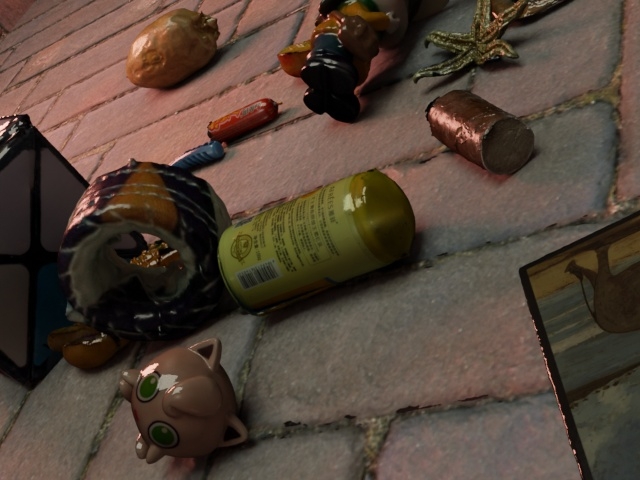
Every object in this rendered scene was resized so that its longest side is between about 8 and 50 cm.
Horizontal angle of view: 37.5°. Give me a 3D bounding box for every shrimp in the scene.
[{"bbox_3d":[0.337,-0.397,1.374,0.219,0.046,0.152,-40,30,-3],"label":"shrimp"}]

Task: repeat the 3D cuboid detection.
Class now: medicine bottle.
[{"bbox_3d":[0.000,0.000,1.136,0.239,0.124,0.124,-21,35,26],"label":"medicine bottle"}]

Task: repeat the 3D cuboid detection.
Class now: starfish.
[{"bbox_3d":[0.223,-0.302,1.354,0.208,0.053,0.176,-7,56,45],"label":"starfish"}]

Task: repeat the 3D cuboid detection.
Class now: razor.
[{"bbox_3d":[-0.275,-0.128,1.680,0.253,0.042,0.082,-17,-4,30],"label":"razor"}]

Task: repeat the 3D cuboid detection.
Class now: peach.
[{"bbox_3d":[-0.026,-0.318,1.646,0.098,0.061,0.098,-13,21,5],"label":"peach"}]

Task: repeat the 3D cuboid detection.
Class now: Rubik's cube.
[{"bbox_3d":[-0.508,0.005,1.496,0.305,0.307,0.310,4,50,53],"label":"Rubik's cube"}]

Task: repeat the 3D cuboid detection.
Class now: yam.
[{"bbox_3d":[0.192,-0.135,1.149,0.079,0.079,0.141,-39,32,-1],"label":"yam"}]

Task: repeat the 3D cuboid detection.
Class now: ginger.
[{"bbox_3d":[-0.326,-0.406,2.015,0.267,0.138,0.152,-18,31,40],"label":"ginger"}]

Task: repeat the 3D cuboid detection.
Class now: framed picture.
[{"bbox_3d":[0.317,0.075,0.793,0.265,0.016,0.347,-27,33,18],"label":"framed picture"}]

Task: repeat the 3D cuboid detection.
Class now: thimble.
[{"bbox_3d":[-0.238,0.019,1.260,0.237,0.237,0.150,-28,28,18],"label":"thimble"}]

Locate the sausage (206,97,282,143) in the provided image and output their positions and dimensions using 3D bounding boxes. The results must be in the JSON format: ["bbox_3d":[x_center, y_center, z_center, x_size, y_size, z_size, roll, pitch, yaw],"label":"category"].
[{"bbox_3d":[-0.127,-0.210,1.624,0.145,0.048,0.050,-20,-3,26],"label":"sausage"}]

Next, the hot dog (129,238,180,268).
[{"bbox_3d":[-0.260,0.042,1.416,0.188,0.055,0.072,-34,32,7],"label":"hot dog"}]

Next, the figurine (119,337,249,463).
[{"bbox_3d":[-0.153,0.181,1.046,0.138,0.125,0.125,-19,35,24],"label":"figurine"}]

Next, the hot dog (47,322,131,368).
[{"bbox_3d":[-0.333,0.141,1.358,0.140,0.060,0.090,-8,38,47],"label":"hot dog"}]

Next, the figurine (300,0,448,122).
[{"bbox_3d":[0.052,-0.353,1.492,0.204,0.185,0.332,30,62,21],"label":"figurine"}]
